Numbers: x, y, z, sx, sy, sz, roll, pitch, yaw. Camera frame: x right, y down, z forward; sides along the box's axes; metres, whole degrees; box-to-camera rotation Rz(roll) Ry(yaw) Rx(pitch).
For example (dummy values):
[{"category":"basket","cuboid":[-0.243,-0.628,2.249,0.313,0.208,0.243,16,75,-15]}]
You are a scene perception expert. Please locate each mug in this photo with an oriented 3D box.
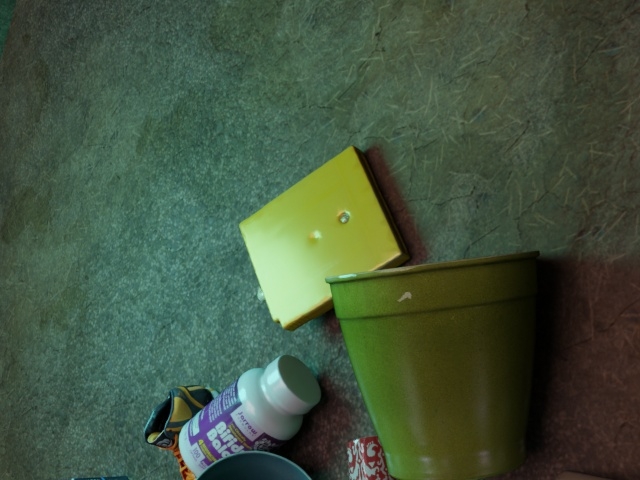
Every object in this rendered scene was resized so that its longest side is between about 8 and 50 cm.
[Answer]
[{"category":"mug","cuboid":[0.091,0.469,1.759,0.150,0.113,0.169,-25,62,35]}]

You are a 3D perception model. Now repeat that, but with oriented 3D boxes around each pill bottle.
[{"category":"pill bottle","cuboid":[-0.145,0.376,1.946,0.301,0.169,0.169,-43,55,22]}]

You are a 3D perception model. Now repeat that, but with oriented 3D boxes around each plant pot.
[{"category":"plant pot","cuboid":[0.209,0.214,1.570,0.366,0.366,0.353,-10,86,41]},{"category":"plant pot","cuboid":[-0.142,0.597,1.863,0.195,0.290,0.290,107,147,-57]}]

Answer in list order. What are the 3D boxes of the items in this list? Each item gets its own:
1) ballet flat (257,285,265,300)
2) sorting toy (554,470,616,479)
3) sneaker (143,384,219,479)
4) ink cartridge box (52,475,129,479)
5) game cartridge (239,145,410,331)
[{"category":"ballet flat","cuboid":[-0.099,0.059,2.058,0.057,0.049,0.173,42,110,41]},{"category":"sorting toy","cuboid":[0.429,0.478,1.392,0.307,0.041,0.229,156,121,-72]},{"category":"sneaker","cuboid":[-0.309,0.485,2.070,0.124,0.180,0.321,-23,66,37]},{"category":"ink cartridge box","cuboid":[-0.496,0.651,2.217,0.332,0.165,0.065,35,104,40]},{"category":"game cartridge","cuboid":[0.000,0.000,1.941,0.323,0.052,0.285,-34,60,21]}]
